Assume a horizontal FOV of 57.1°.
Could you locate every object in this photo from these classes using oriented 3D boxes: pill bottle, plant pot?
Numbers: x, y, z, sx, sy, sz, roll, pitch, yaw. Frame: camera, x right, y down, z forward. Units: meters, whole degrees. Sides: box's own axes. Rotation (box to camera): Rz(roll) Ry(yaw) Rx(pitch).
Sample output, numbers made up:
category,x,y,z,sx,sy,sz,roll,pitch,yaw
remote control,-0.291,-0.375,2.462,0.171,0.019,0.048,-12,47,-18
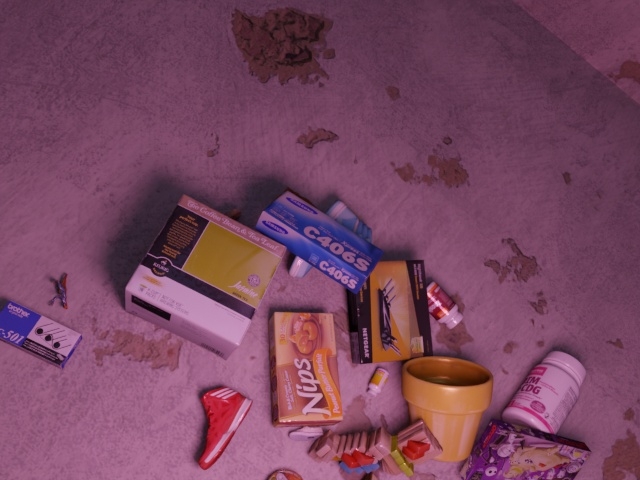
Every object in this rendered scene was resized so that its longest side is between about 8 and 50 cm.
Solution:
category,x,y,z,sx,sy,sz,roll,pitch,yaw
pill bottle,0.709,0.493,1.850,0.160,0.160,0.283,45,61,5
pill bottle,0.389,0.211,1.911,0.152,0.086,0.086,46,62,5
pill bottle,0.172,0.429,1.771,0.043,0.043,0.083,35,62,-1
plant pot,0.357,0.485,1.687,0.254,0.254,0.238,-1,99,-18

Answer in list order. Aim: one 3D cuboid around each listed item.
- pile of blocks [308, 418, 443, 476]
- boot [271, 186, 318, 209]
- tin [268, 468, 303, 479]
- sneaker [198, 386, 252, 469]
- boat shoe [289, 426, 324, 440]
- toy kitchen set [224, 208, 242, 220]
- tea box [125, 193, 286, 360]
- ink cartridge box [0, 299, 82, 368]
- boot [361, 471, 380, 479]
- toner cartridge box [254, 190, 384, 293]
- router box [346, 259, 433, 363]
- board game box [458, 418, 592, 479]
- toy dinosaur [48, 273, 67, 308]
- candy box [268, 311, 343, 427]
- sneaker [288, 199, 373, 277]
category,x,y,z,sx,sy,sz,roll,pitch,yaw
pile of blocks,0.144,0.587,1.580,0.363,0.112,0.148,-10,101,12
boot,-0.101,-0.073,1.888,0.152,0.073,0.197,40,50,0
tin,-0.074,0.697,1.545,0.106,0.040,0.189,-14,49,-26
sneaker,-0.291,0.494,1.584,0.128,0.087,0.221,31,49,6
boat shoe,-0.040,0.542,1.663,0.100,0.035,0.035,1,40,-13
toy kitchen set,-0.264,-0.048,1.827,0.075,0.083,0.068,61,23,12
tea box,-0.322,0.107,1.652,0.329,0.220,0.323,28,63,-5
ink cartridge box,-0.750,0.249,1.551,0.207,0.046,0.097,28,61,-5
boot,0.178,0.760,1.546,0.203,0.095,0.262,39,18,-2
toner cartridge box,0.000,0.000,1.707,0.348,0.075,0.165,32,33,6
router box,0.211,0.218,1.818,0.243,0.081,0.308,-2,81,-19
board game box,0.599,0.648,1.716,0.347,0.208,0.056,18,21,-18
toy dinosaur,-0.706,0.145,1.615,0.090,0.047,0.082,-40,102,-38
candy box,-0.047,0.368,1.693,0.183,0.087,0.316,3,63,-17
sneaker,0.053,0.034,1.859,0.208,0.127,0.319,36,62,1
